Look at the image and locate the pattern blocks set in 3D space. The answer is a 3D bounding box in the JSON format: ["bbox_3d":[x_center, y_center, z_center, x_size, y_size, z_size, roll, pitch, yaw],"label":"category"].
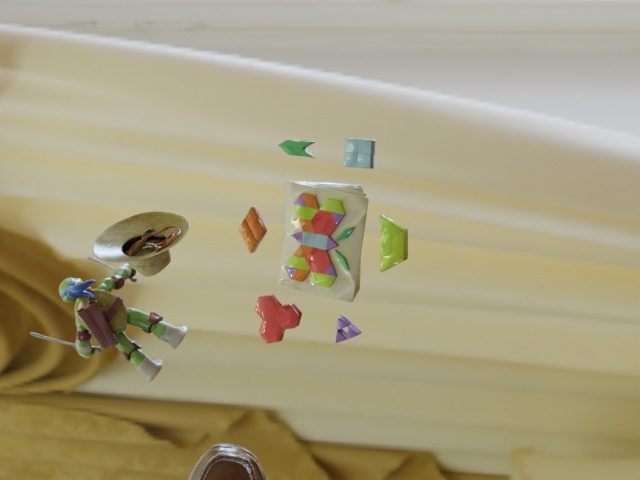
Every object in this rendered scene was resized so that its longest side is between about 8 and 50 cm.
[{"bbox_3d":[0.000,0.000,1.775,0.026,0.286,0.324,-13,-82,-64],"label":"pattern blocks set"}]

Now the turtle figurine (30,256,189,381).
[{"bbox_3d":[-0.423,0.158,2.373,0.197,0.266,0.275,-58,10,-30],"label":"turtle figurine"}]

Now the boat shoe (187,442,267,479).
[{"bbox_3d":[-0.126,0.416,1.411,0.116,0.123,0.324,-119,35,-81],"label":"boat shoe"}]

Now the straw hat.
[{"bbox_3d":[-0.250,0.018,1.643,0.144,0.145,0.061,-73,-27,-55],"label":"straw hat"}]
